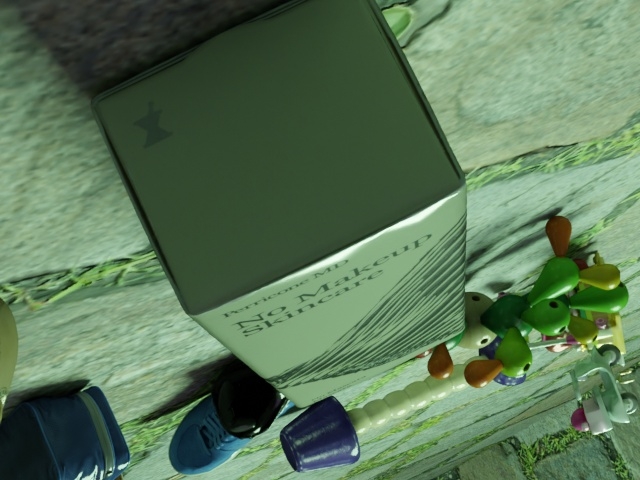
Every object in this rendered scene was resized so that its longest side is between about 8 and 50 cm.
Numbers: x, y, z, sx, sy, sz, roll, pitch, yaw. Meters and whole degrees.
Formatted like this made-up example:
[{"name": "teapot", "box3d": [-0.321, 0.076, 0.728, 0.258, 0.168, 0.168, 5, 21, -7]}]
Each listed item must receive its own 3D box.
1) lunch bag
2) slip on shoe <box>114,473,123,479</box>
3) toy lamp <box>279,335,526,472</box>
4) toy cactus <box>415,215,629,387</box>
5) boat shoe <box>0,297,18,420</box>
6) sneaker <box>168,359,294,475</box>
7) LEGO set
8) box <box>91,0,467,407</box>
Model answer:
[{"name": "lunch bag", "box3d": [-0.174, 0.144, 0.739, 0.065, 0.067, 0.098, -8, 157, -45]}, {"name": "slip on shoe", "box3d": [-0.232, 0.220, 0.931, 0.135, 0.051, 0.041, -21, 176, -36]}, {"name": "toy lamp", "box3d": [0.088, 0.172, 1.193, 0.275, 0.080, 0.080, -23, 163, -18]}, {"name": "toy cactus", "box3d": [0.138, 0.057, 0.919, 0.219, 0.112, 0.180, -21, -178, -22]}, {"name": "boat shoe", "box3d": [-0.227, 0.172, 0.469, 0.341, 0.122, 0.110, -58, 170, 4]}, {"name": "sneaker", "box3d": [-0.074, 0.139, 0.880, 0.152, 0.058, 0.084, -35, 167, 15]}, {"name": "LEGO set", "box3d": [0.235, 0.084, 1.098, 0.107, 0.132, 0.287, -11, -171, 10]}, {"name": "box", "box3d": [0.000, 0.000, 0.508, 0.113, 0.094, 0.275, -26, 164, 1]}]
